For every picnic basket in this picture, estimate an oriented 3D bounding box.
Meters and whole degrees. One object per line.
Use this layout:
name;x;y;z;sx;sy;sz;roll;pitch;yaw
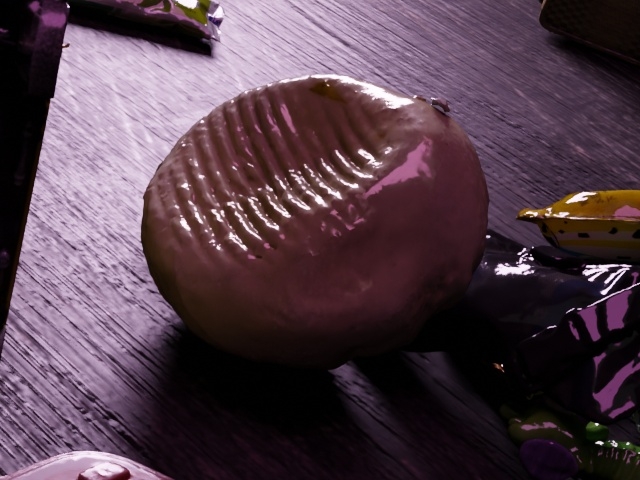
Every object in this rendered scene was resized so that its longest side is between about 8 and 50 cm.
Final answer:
picnic basket;0.368;-0.348;1.899;0.165;0.266;0.139;21;36;0

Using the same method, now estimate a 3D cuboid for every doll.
doll;0.213;0.162;1.164;0.190;0.050;0.115;25;24;7

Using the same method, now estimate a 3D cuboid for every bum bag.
bum bag;0.142;0.052;1.218;0.310;0.074;0.137;15;53;39

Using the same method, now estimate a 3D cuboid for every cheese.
cheese;0.297;-0.010;1.430;0.250;0.064;0.156;2;-2;-3

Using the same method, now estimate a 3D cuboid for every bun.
bun;0.000;0.000;1.195;0.259;0.160;0.259;-15;39;13

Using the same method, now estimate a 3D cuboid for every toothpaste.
toothpaste;-0.217;-0.250;1.650;0.248;0.047;0.078;14;34;-10

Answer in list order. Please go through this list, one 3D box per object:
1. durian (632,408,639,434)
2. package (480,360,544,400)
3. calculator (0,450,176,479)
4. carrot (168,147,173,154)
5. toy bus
durian;0.314;0.064;1.306;0.132;0.106;0.375;34;26;17
package;0.165;0.082;1.290;0.121;0.031;0.108;-9;38;-40
calculator;-0.088;0.221;0.914;0.330;0.048;0.220;31;33;28
carrot;0.023;-0.016;1.351;0.314;0.066;0.066;16;29;-3
toy bus;-0.242;-0.046;0.997;0.144;0.330;0.152;11;27;-11
